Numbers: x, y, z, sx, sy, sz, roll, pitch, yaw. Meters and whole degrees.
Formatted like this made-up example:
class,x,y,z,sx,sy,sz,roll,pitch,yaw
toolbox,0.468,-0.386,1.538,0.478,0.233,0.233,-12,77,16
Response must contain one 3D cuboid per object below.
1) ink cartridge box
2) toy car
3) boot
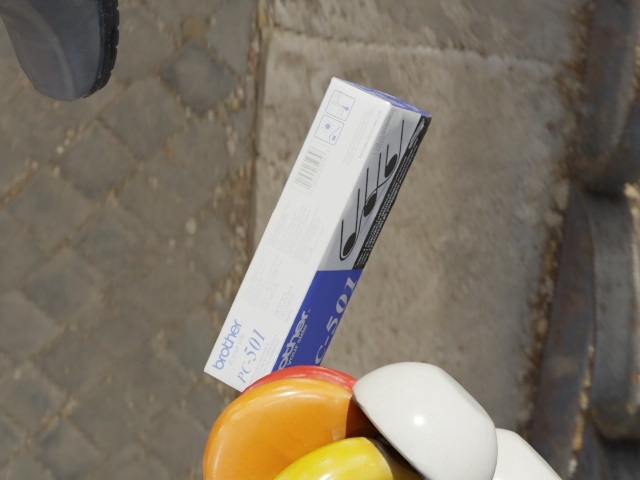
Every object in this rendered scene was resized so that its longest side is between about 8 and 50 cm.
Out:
class,x,y,z,sx,sy,sz,roll,pitch,yaw
ink cartridge box,0.000,0.000,1.008,0.046,0.097,0.207,27,98,18
toy car,0.014,0.126,0.731,0.159,0.136,0.182,-46,137,3
boot,-0.267,-0.185,1.066,0.223,0.118,0.338,-43,148,-27
